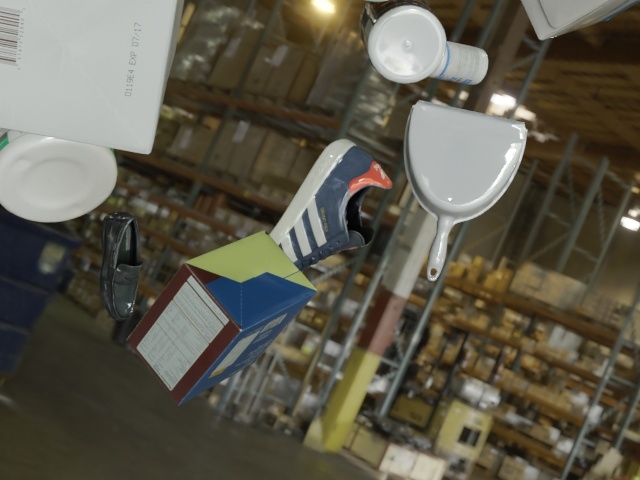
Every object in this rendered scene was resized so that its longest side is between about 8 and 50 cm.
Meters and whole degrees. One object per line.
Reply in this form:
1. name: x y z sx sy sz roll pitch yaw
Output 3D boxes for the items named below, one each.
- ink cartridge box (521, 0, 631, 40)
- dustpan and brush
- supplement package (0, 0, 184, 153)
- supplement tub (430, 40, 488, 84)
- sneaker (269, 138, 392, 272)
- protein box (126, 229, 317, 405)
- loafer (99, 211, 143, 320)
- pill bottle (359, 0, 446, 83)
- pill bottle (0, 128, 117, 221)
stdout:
1. ink cartridge box: 0.473 -0.479 1.733 0.233 0.171 0.168 -25 -1 -40
2. dustpan and brush: 0.161 -0.053 1.222 0.147 0.211 0.060 13 -3 5
3. supplement package: -0.172 -0.184 0.743 0.134 0.139 0.244 10 28 -9
4. supplement tub: 0.244 -0.326 1.803 0.107 0.071 0.071 5 7 -29
5. sneaker: 0.000 0.000 1.733 0.148 0.350 0.131 35 20 9
6. protein box: -0.152 0.118 1.528 0.136 0.201 0.200 49 35 12
7. loafer: -0.395 0.054 1.971 0.078 0.223 0.076 9 13 39
8. pill bottle: 0.134 -0.360 1.695 0.131 0.130 0.245 25 19 -13
9. pill bottle: -0.478 -0.224 1.701 0.204 0.204 0.361 27 32 -45
